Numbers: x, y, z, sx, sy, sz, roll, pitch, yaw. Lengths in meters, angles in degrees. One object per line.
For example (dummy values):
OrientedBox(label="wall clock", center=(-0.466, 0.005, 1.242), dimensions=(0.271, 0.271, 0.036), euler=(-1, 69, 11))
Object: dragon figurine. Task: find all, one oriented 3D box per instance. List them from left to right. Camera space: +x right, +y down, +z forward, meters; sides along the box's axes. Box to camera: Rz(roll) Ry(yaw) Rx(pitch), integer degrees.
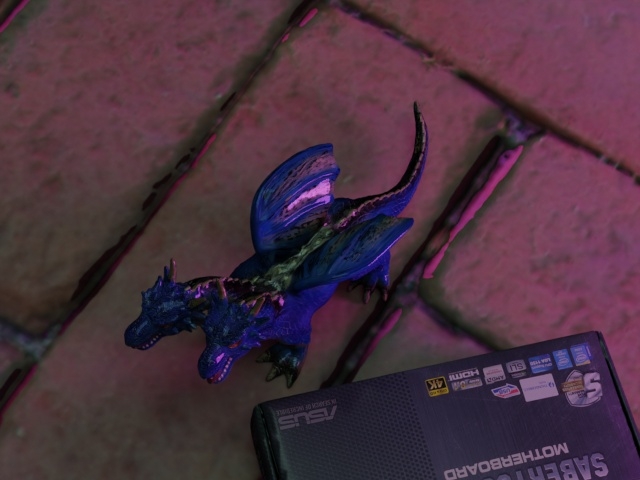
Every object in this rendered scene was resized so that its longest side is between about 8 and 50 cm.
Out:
OrientedBox(label="dragon figurine", center=(0.000, 0.000, 1.092), dimensions=(0.085, 0.144, 0.289), euler=(43, 68, 14))

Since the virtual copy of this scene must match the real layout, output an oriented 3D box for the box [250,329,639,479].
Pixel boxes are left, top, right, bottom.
OrientedBox(label="box", center=(0.089, 0.168, 1.068), dimensions=(0.232, 0.059, 0.183), euler=(-11, 67, -10))
